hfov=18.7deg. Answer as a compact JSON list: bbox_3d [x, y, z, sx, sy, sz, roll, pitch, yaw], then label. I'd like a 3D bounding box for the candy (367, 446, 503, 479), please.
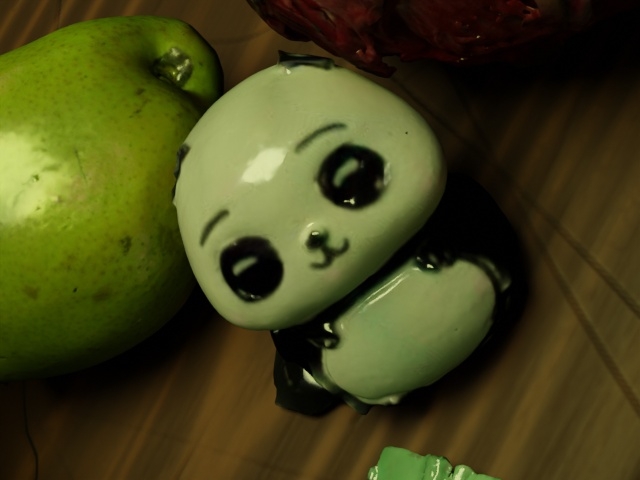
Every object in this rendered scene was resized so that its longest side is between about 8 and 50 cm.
[{"bbox_3d":[0.113,0.230,0.846,0.398,0.172,0.263,-2,56,56],"label":"candy"}]

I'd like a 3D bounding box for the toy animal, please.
[{"bbox_3d":[0.000,0.000,1.004,0.166,0.179,0.138,-38,38,6],"label":"toy animal"}]

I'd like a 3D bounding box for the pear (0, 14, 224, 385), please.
[{"bbox_3d":[-0.139,-0.031,1.110,0.220,0.187,0.187,-41,51,5],"label":"pear"}]

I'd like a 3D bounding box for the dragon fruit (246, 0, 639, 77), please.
[{"bbox_3d":[0.066,-0.235,0.973,0.329,0.329,0.329,-15,61,29],"label":"dragon fruit"}]
